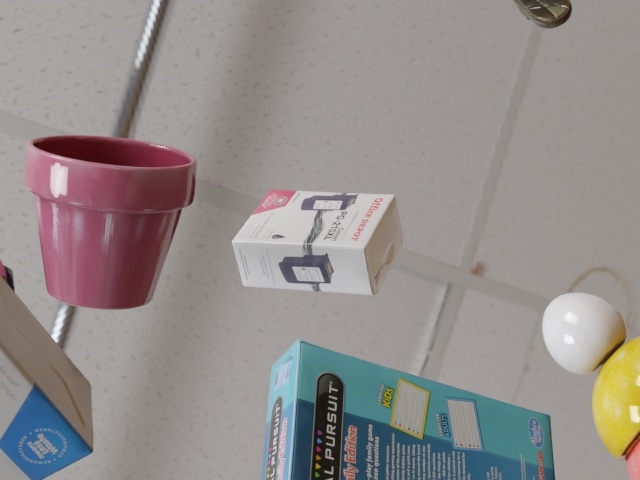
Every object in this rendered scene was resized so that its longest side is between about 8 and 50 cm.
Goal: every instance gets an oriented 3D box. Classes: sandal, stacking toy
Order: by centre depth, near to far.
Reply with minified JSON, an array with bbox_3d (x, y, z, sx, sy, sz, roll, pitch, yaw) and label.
[{"bbox_3d":[0.506,0.240,1.388,0.351,0.480,0.350,-33,-28,-20],"label":"stacking toy"},{"bbox_3d":[0.383,-0.406,1.713,0.090,0.219,0.060,-24,-56,8],"label":"sandal"}]

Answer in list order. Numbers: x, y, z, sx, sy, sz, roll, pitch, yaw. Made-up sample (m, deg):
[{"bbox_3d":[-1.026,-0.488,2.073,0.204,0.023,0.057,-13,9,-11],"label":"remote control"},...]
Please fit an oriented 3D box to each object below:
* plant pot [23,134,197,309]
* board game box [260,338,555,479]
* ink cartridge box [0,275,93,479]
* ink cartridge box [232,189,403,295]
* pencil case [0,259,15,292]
[{"bbox_3d":[-0.256,-0.021,1.195,0.201,0.201,0.180,0,-74,-31],"label":"plant pot"},{"bbox_3d":[0.101,0.276,1.089,0.336,0.079,0.253,19,-129,-19],"label":"board game box"},{"bbox_3d":[-0.284,0.128,0.660,0.231,0.078,0.134,-29,-57,2],"label":"ink cartridge box"},{"bbox_3d":[0.000,0.000,1.670,0.172,0.237,0.100,-58,-36,-50],"label":"ink cartridge box"},{"bbox_3d":[-0.562,0.068,1.242,0.386,0.167,0.160,12,-98,-65],"label":"pencil case"}]
